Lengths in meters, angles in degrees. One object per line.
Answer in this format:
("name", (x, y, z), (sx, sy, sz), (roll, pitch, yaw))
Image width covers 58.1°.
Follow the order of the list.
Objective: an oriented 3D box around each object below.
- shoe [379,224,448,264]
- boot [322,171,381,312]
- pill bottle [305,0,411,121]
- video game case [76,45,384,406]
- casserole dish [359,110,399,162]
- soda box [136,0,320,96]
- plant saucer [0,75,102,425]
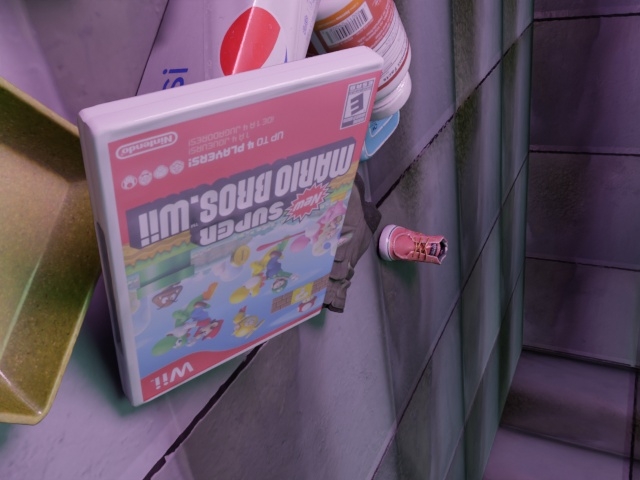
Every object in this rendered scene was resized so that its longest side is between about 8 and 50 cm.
("shoe", (0.170, 0.009, 1.030), (0.178, 0.081, 0.064), (4, 93, -63))
("boot", (0.000, 0.000, 0.711), (0.246, 0.083, 0.161), (42, 65, -56))
("pill bottle", (0.034, -0.235, 0.668), (0.216, 0.121, 0.121), (44, 58, -58))
("video game case", (-0.063, 0.003, 0.442), (0.204, 0.025, 0.285), (-24, 145, -31))
("casserole dish", (0.074, -0.185, 0.850), (0.188, 0.036, 0.114), (-49, 137, -46))
("soda box", (-0.081, -0.145, 0.495), (0.091, 0.098, 0.287), (36, 65, -59))
("plant saucer", (-0.213, 0.000, 0.332), (0.188, 0.045, 0.189), (41, 60, -58))
